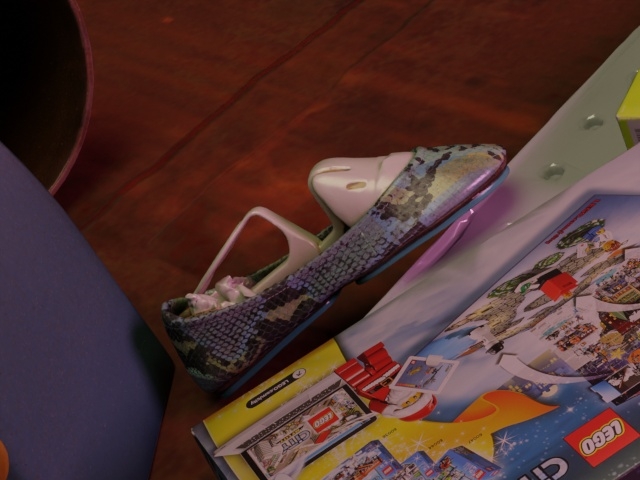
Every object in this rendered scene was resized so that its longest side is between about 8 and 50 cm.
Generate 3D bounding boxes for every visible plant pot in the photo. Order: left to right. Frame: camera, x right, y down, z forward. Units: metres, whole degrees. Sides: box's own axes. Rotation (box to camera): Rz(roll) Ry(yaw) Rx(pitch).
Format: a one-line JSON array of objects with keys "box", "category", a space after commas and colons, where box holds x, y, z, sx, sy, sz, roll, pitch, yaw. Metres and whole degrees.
[{"box": [-0.283, -0.103, 1.115, 0.215, 0.215, 0.230, -39, 20, -19], "category": "plant pot"}, {"box": [-0.199, 0.042, 0.804, 0.165, 0.234, 0.165, -14, 34, 17], "category": "plant pot"}]

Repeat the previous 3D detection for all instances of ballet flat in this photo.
[{"box": [0.000, 0.000, 0.832, 0.188, 0.070, 0.070, -39, 31, 12], "category": "ballet flat"}]

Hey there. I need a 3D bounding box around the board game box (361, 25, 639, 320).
[{"box": [0.258, -0.011, 0.741, 0.390, 0.050, 0.390, 14, 51, 45], "category": "board game box"}]

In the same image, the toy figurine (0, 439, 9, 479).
[{"box": [-0.170, 0.171, 0.627, 0.210, 0.213, 0.148, -18, 48, 14], "category": "toy figurine"}]

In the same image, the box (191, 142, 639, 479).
[{"box": [0.083, 0.061, 0.672, 0.233, 0.044, 0.159, -32, 33, -9], "category": "box"}]

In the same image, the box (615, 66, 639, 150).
[{"box": [0.215, -0.098, 0.807, 0.109, 0.042, 0.178, -1, 41, 33], "category": "box"}]
